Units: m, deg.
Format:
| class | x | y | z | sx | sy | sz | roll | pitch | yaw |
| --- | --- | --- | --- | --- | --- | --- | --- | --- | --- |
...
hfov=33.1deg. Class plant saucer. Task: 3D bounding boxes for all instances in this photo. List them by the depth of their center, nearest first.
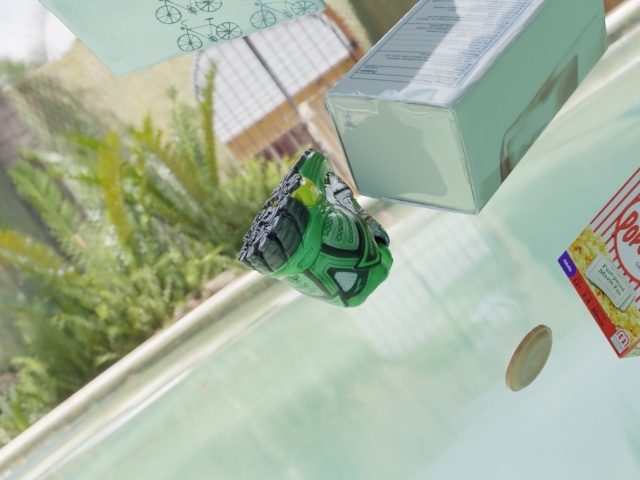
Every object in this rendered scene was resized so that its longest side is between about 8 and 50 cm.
| class | x | y | z | sx | sy | sz | roll | pitch | yaw |
| --- | --- | --- | --- | --- | --- | --- | --- | --- | --- |
| plant saucer | 0.237 | 0.134 | 1.214 | 0.083 | 0.013 | 0.083 | -34 | -41 | -36 |

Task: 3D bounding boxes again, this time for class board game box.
| class | x | y | z | sx | sy | sz | roll | pitch | yaw |
| --- | --- | --- | --- | --- | --- | --- | --- | --- | --- |
| board game box | 0.367 | 0.017 | 1.207 | 0.045 | 0.147 | 0.193 | -3 | -39 | -34 |

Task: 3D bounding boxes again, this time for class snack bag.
| class | x | y | z | sx | sy | sz | roll | pitch | yaw |
| --- | --- | --- | --- | --- | --- | --- | --- | --- | --- |
| snack bag | -0.205 | -0.329 | 1.233 | 0.323 | 0.037 | 0.342 | -12 | -32 | 22 |

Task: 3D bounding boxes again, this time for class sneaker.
| class | x | y | z | sx | sy | sz | roll | pitch | yaw |
| --- | --- | --- | --- | --- | --- | --- | --- | --- | --- |
| sneaker | 0.000 | 0.000 | 1.189 | 0.134 | 0.146 | 0.343 | -53 | 8 | 12 |

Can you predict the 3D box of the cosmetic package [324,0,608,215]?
| class | x | y | z | sx | sy | sz | roll | pitch | yaw |
| --- | --- | --- | --- | --- | --- | --- | --- | --- | --- |
| cosmetic package | 0.157 | -0.171 | 1.087 | 0.153 | 0.129 | 0.296 | 14 | 47 | 38 |
